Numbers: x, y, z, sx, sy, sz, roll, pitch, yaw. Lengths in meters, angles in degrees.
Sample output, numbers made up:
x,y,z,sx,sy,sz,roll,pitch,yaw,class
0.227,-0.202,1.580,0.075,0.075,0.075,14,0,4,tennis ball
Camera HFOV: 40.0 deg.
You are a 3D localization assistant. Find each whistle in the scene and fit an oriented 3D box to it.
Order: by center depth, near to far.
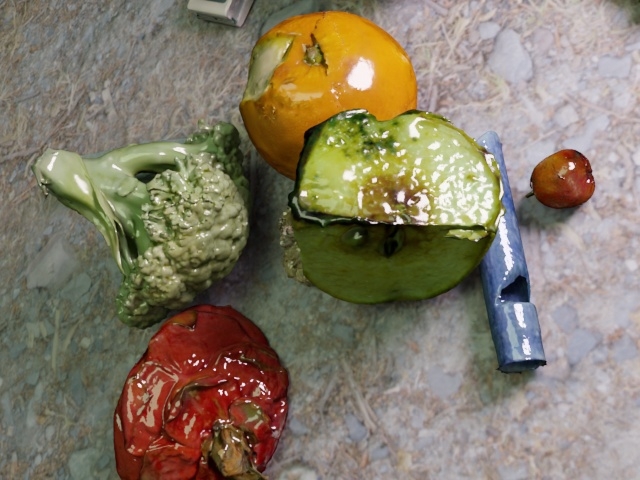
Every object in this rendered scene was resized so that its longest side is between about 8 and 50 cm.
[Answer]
x,y,z,sx,sy,sz,roll,pitch,yaw,class
0.217,0.009,1.075,0.062,0.062,0.304,-19,64,27,whistle

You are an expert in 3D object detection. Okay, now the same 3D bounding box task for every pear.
x,y,z,sx,sy,sz,roll,pitch,yaw,class
0.095,-0.024,1.074,0.238,0.255,0.164,2,61,7,pear

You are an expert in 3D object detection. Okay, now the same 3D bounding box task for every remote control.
x,y,z,sx,sy,sz,roll,pitch,yaw,class
-0.127,-0.502,1.487,0.103,0.055,0.277,21,85,37,remote control

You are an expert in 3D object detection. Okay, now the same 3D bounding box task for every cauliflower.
x,y,z,sx,sy,sz,roll,pitch,yaw,class
-0.234,-0.041,1.277,0.281,0.260,0.327,33,85,17,cauliflower

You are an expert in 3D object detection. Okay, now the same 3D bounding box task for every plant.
x,y,z,sx,sy,sz,roll,pitch,yaw,class
0.000,0.000,1.227,0.122,0.104,0.116,-17,99,-2,plant

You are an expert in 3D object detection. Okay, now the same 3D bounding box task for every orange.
x,y,z,sx,sy,sz,roll,pitch,yaw,class
0.011,-0.188,1.181,0.240,0.240,0.240,-12,67,30,orange

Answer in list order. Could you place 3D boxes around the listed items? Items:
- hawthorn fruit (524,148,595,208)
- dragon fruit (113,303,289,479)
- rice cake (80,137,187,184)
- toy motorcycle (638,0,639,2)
x,y,z,sx,sy,sz,roll,pitch,yaw,class
0.290,-0.072,1.053,0.077,0.077,0.077,-12,67,30,hawthorn fruit
-0.164,0.231,1.192,0.205,0.152,0.317,7,76,34,dragon fruit
-0.310,-0.123,1.468,0.336,0.063,0.066,-3,69,32,rice cake
0.444,-0.325,1.042,0.190,0.074,0.106,-9,78,30,toy motorcycle
